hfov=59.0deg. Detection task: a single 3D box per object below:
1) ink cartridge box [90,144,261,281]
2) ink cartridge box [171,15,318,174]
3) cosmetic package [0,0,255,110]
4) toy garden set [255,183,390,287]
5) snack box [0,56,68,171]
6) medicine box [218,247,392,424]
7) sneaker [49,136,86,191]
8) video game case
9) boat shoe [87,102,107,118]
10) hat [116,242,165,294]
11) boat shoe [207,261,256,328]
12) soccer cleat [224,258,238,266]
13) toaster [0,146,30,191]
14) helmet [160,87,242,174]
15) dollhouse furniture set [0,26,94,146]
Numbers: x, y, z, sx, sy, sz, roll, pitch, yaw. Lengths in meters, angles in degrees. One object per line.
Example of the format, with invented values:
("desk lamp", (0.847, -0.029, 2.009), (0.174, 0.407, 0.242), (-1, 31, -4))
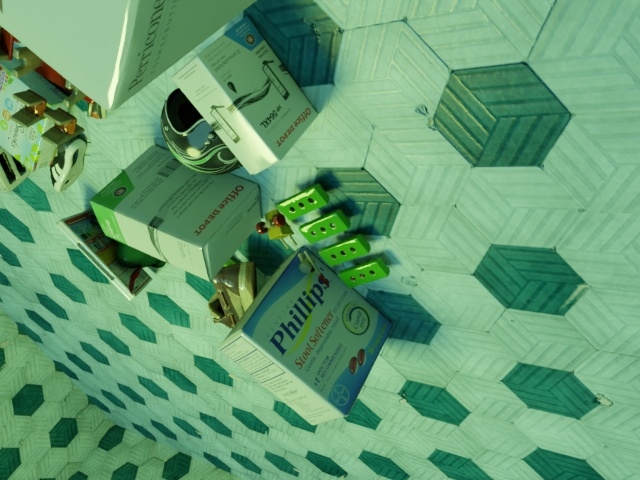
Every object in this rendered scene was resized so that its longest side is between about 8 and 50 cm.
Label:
("ink cartridge box", (-0.302, -0.064, 1.222), (0.289, 0.211, 0.121), (22, 142, 18))
("ink cartridge box", (-0.116, -0.235, 0.931), (0.086, 0.148, 0.203), (-17, 120, 45))
("cosmetic package", (-0.086, -0.348, 0.517), (0.161, 0.453, 0.230), (40, 145, -5))
("toy garden set", (0.000, 0.000, 1.183), (0.204, 0.049, 0.244), (-22, 118, 41))
("snack box", (-0.700, -0.297, 1.338), (0.174, 0.070, 0.207), (40, 126, 3))
("medicine box", (-0.027, 0.215, 1.271), (0.289, 0.263, 0.149), (41, 143, -9))
("sneaker", (-0.685, -0.227, 1.471), (0.121, 0.079, 0.217), (42, 136, -4))
("video game case", (-0.610, 0.038, 1.622), (0.285, 0.025, 0.204), (49, -176, -10))
("boat shoe", (-0.473, -0.316, 1.219), (0.043, 0.049, 0.137), (6, 142, -27))
("hat", (-0.557, 0.067, 1.599), (0.173, 0.183, 0.208), (40, 144, -6))
("boat shoe", (-0.223, 0.158, 1.437), (0.123, 0.123, 0.342), (0, 151, -5))
("soccer cleat", (-0.270, 0.045, 1.452), (0.179, 0.060, 0.072), (47, 144, -20))
("toaster", (-0.927, -0.243, 1.600), (0.147, 0.129, 0.227), (22, 140, 11))
("helmet", (-0.203, -0.201, 1.031), (0.162, 0.169, 0.169), (-5, 129, 24))
("dollhouse furniture set", (-0.565, -0.373, 1.150), (0.259, 0.135, 0.262), (31, 126, 2))
